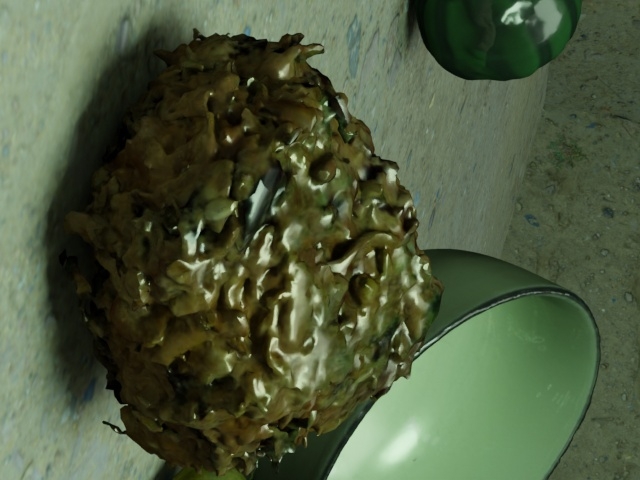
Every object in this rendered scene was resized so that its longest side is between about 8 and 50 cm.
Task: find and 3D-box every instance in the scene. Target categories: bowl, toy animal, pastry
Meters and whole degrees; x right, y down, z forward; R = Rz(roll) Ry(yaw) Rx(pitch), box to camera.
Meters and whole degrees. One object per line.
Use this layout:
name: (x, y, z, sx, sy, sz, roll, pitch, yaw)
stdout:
bowl: (0.066, 0.145, 1.238, 0.354, 0.185, 0.354, -26, 136, -28)
toy animal: (0.214, -0.336, 1.548, 0.191, 0.216, 0.338, 52, 51, -40)
pastry: (-0.027, 0.006, 0.792, 0.275, 0.193, 0.275, 15, 90, -77)

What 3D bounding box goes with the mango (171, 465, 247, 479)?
mango: (-0.097, 0.303, 0.974, 0.146, 0.129, 0.289, 15, 79, -65)
